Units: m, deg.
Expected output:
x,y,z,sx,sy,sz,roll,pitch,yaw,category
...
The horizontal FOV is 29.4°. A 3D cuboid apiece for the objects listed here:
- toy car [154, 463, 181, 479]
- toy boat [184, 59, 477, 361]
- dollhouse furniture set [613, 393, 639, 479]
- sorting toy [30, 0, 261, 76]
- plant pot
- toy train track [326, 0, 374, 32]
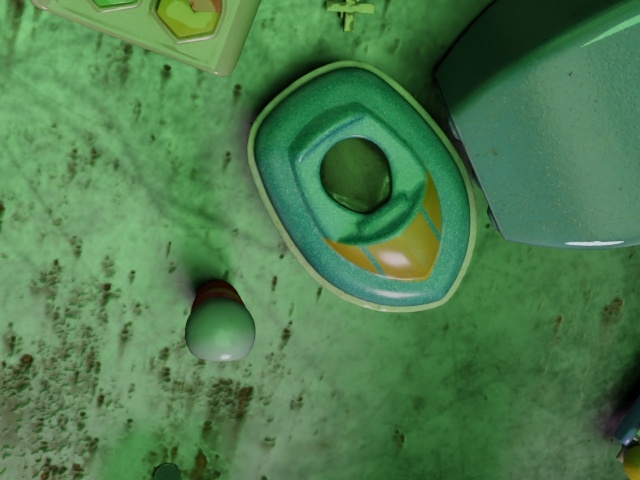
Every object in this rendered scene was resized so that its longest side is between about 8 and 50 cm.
x,y,z,sx,sy,sz,roll,pitch,yaw,category
-0.158,0.342,1.297,0.155,0.149,0.188,-30,84,-8,toy car
0.000,0.000,1.182,0.318,0.148,0.267,-39,103,3,toy boat
0.523,0.208,1.328,0.286,0.198,0.303,35,92,2,dollhouse furniture set
-0.141,-0.271,1.124,0.208,0.038,0.193,18,102,-20,sorting toy
0.254,-0.132,1.182,0.252,0.247,0.248,-22,113,9,plant pot
0.030,-0.247,1.194,0.048,0.014,0.083,3,101,-9,toy train track
